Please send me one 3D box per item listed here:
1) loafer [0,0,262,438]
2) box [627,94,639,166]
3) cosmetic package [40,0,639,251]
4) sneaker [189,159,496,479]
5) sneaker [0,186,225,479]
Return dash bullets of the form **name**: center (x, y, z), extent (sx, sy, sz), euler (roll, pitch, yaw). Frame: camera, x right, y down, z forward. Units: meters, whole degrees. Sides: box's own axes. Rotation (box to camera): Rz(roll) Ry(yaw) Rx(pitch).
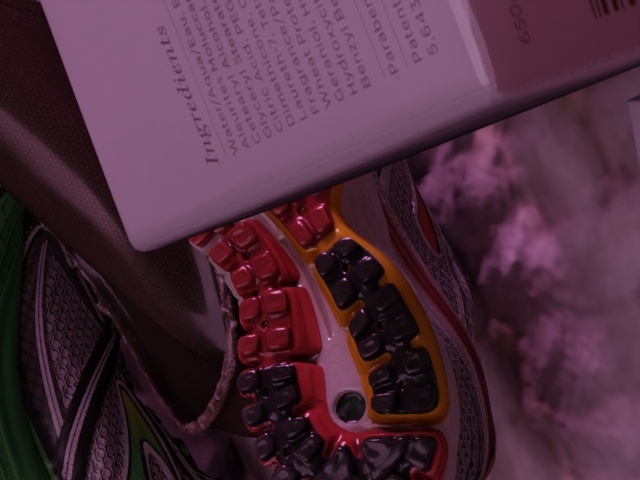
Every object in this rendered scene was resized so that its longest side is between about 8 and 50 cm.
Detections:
- **loafer**: center (-0.122, -0.063, 0.711), extent (0.366, 0.130, 0.134), euler (57, 145, 16)
- **box**: center (0.164, 0.045, 0.456), extent (0.145, 0.038, 0.186), euler (4, 110, 53)
- **cosmetic package**: center (0.021, -0.103, 0.470), extent (0.184, 0.151, 0.151), euler (-20, 91, 55)
- **sneaker**: center (0.000, 0.000, 0.612), extent (0.088, 0.093, 0.225), euler (-25, 66, 21)
- **sneaker**: center (-0.098, 0.128, 0.805), extent (0.134, 0.146, 0.343), euler (119, 138, -70)
